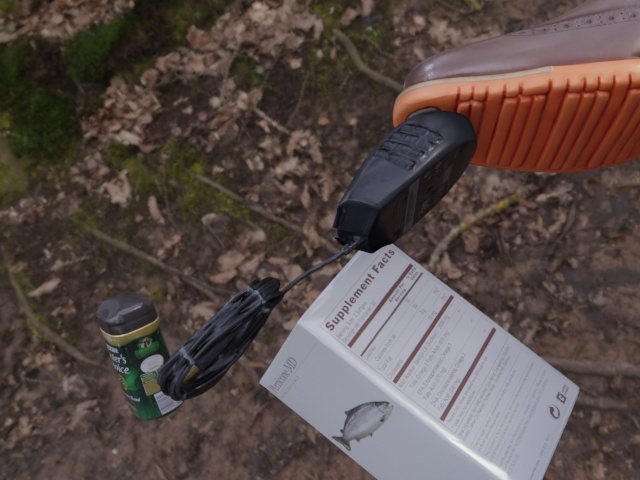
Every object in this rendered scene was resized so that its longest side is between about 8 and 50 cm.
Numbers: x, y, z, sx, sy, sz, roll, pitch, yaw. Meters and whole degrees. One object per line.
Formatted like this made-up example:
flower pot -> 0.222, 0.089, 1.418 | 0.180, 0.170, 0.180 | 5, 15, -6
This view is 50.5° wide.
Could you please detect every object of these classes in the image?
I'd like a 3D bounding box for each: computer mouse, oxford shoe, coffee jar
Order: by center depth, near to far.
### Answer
computer mouse -> 0.000, 0.000, 0.395 | 0.242, 0.071, 0.041 | -39, 68, -18
oxford shoe -> 0.225, -0.135, 0.464 | 0.364, 0.130, 0.132 | -8, 72, 0
coffee jar -> -0.271, 0.171, 1.020 | 0.079, 0.184, 0.096 | -24, 20, -30

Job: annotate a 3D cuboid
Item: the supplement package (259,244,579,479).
supplement package -> 0.066, 0.102, 0.481 | 0.105, 0.179, 0.105 | -47, -9, -38
